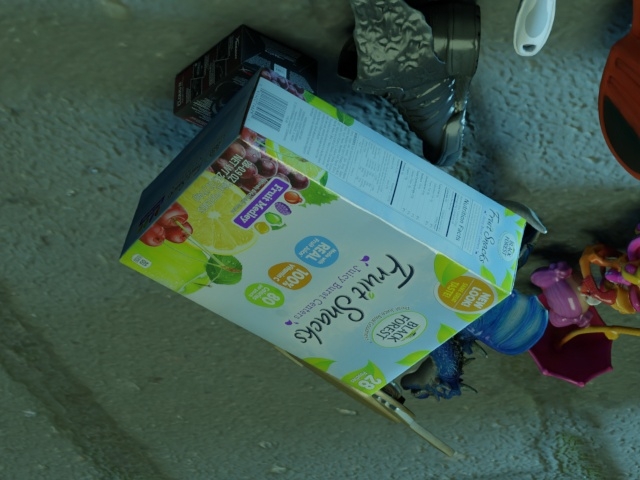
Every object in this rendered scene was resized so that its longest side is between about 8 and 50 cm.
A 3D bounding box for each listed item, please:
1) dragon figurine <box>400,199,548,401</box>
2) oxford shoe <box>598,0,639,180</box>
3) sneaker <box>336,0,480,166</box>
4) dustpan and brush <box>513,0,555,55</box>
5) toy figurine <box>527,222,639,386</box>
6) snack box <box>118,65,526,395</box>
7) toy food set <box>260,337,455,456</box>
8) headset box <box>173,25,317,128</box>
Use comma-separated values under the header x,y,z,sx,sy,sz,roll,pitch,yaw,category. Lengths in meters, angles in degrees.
x,y,z,sx,sy,sz,roll,pitch,yaw,category
0.117,0.031,1.434,0.144,0.085,0.289,16,147,-26,dragon figurine
0.240,-0.149,1.146,0.098,0.097,0.271,-24,153,-25,oxford shoe
0.051,-0.109,1.230,0.089,0.051,0.170,2,145,-3,sneaker
0.131,-0.183,1.084,0.147,0.060,0.211,3,150,-5,dustpan and brush
0.218,0.050,1.463,0.159,0.130,0.173,-8,129,31,toy figurine
0.000,0.000,1.283,0.207,0.070,0.174,28,141,-17,snack box
0.025,0.097,1.535,0.192,0.038,0.132,29,173,38,toy food set
-0.051,-0.096,1.265,0.062,0.032,0.083,22,145,-32,headset box
